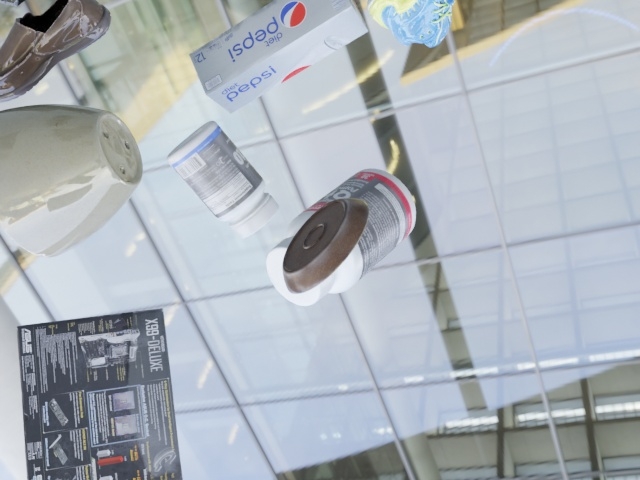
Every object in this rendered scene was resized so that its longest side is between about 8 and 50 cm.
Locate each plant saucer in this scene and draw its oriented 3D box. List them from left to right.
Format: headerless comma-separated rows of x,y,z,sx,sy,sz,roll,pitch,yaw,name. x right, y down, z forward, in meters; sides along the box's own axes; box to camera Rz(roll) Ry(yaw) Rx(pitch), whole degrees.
0.000,0.000,1.069,0.168,0.029,0.168,-40,-157,21,plant saucer

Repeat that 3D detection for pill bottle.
-0.118,-0.073,0.935,0.078,0.137,0.078,-35,-162,13,pill bottle
0.041,-0.005,1.505,0.176,0.176,0.318,4,-150,40,pill bottle

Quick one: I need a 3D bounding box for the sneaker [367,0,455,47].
0.181,-0.376,1.147,0.091,0.126,0.240,-44,-167,-32,sneaker

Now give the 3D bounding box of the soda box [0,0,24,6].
-0.597,-0.521,1.500,0.053,0.060,0.169,11,-147,-5,soda box

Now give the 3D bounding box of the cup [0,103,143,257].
-0.523,-0.157,1.602,0.237,0.331,0.331,-19,-152,15,cup

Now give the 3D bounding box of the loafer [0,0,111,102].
-0.655,-0.451,1.701,0.366,0.130,0.134,-36,-131,1,loafer

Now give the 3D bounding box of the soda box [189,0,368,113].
-0.071,-0.334,1.275,0.286,0.091,0.098,-28,161,12,soda box

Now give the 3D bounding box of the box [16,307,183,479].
-0.368,0.280,1.266,0.242,0.307,0.076,-7,166,-14,box
